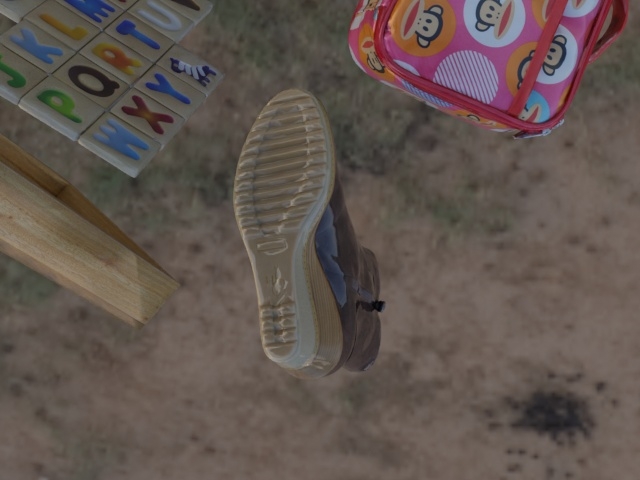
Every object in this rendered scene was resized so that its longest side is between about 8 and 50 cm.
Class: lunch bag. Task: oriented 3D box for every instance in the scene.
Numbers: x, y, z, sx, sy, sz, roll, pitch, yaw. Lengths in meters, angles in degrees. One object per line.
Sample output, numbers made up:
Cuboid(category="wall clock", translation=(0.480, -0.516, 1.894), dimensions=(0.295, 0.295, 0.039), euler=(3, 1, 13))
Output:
Cuboid(category="lunch bag", translation=(0.190, -0.257, 1.417), dimensions=(0.258, 0.293, 0.120), euler=(22, 178, -17))

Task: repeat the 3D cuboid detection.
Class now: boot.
Cuboid(category="boot", translation=(0.000, 0.000, 1.281), dimensions=(0.090, 0.248, 0.207), euler=(0, 176, 21))

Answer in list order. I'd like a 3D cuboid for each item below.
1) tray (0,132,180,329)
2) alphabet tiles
Cuboid(category="tray", translation=(-0.309, -0.050, 1.370), dimensions=(0.076, 0.203, 0.411), euler=(-49, 152, 0))
Cuboid(category="alphabet tiles", translation=(-0.157, -0.143, 0.912), dimensions=(0.198, 0.237, 0.009), euler=(32, 122, -1))
